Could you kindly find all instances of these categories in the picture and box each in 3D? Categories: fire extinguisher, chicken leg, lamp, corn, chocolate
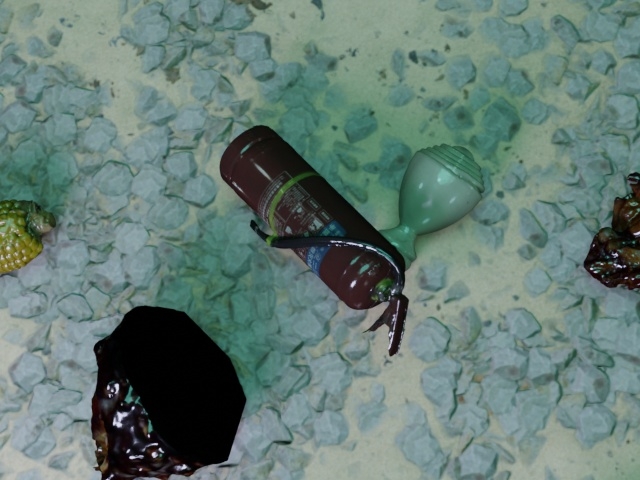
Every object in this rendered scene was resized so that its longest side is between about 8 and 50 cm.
[{"bbox_3d":[0.000,0.000,1.507,0.105,0.141,0.341,-18,51,-38],"label":"fire extinguisher"},{"bbox_3d":[0.484,-0.030,1.521,0.323,0.083,0.177,-18,59,3],"label":"chicken leg"},{"bbox_3d":[0.134,-0.041,1.546,0.106,0.106,0.193,37,92,13],"label":"lamp"},{"bbox_3d":[-0.480,0.011,1.585,0.262,0.097,0.097,-17,74,2],"label":"corn"},{"bbox_3d":[-0.235,0.212,1.478,0.177,0.224,0.206,-35,109,23],"label":"chocolate"}]
